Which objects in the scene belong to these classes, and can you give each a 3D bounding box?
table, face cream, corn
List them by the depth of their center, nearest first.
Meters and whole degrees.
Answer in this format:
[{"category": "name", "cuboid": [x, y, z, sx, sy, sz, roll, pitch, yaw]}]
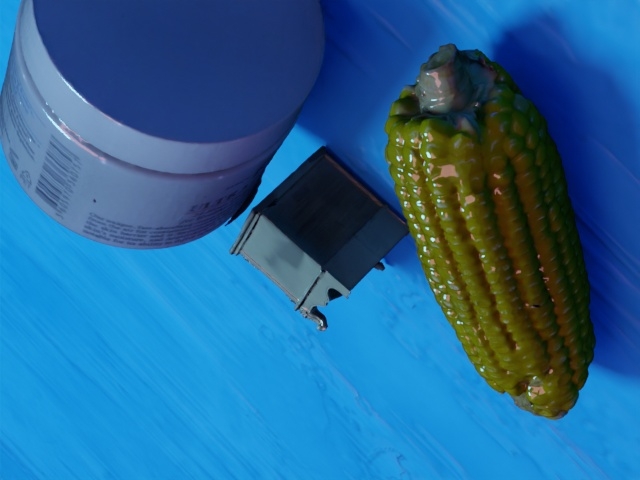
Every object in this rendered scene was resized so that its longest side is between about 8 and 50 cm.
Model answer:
[{"category": "corn", "cuboid": [0.101, 0.000, 0.945, 0.097, 0.097, 0.261, 16, 140, 40]}, {"category": "face cream", "cuboid": [-0.101, -0.100, 0.997, 0.177, 0.177, 0.153, 44, 150, 6]}, {"category": "table", "cuboid": [0.000, 0.000, 1.079, 0.083, 0.079, 0.062, 41, 146, 6]}]
